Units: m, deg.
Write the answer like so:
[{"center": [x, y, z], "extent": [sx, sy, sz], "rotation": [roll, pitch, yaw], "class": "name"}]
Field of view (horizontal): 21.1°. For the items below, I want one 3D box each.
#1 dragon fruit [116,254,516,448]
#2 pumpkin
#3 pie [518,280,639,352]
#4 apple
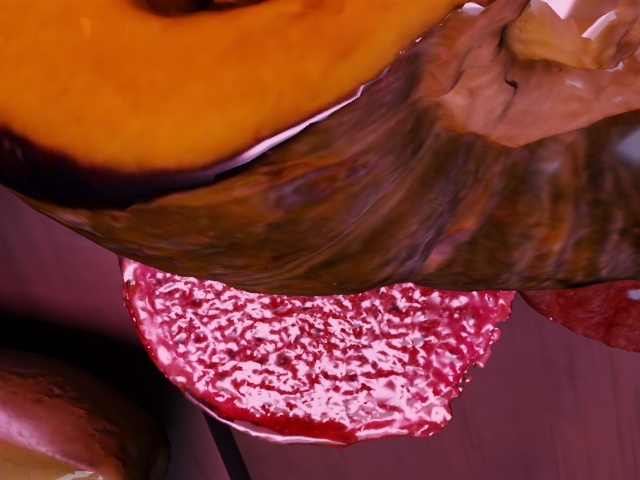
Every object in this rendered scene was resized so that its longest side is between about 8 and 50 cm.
[{"center": [0.000, 0.000, 0.657], "extent": [0.153, 0.153, 0.111], "rotation": [7, -179, 6], "class": "dragon fruit"}, {"center": [0.068, -0.111, 0.445], "extent": [0.325, 0.242, 0.232], "rotation": [-15, 163, 23], "class": "pumpkin"}, {"center": [0.140, -0.008, 0.652], "extent": [0.153, 0.038, 0.153], "rotation": [5, 141, 4], "class": "pie"}, {"center": [-0.168, 0.122, 0.825], "extent": [0.193, 0.120, 0.265], "rotation": [24, 138, 4], "class": "apple"}]
